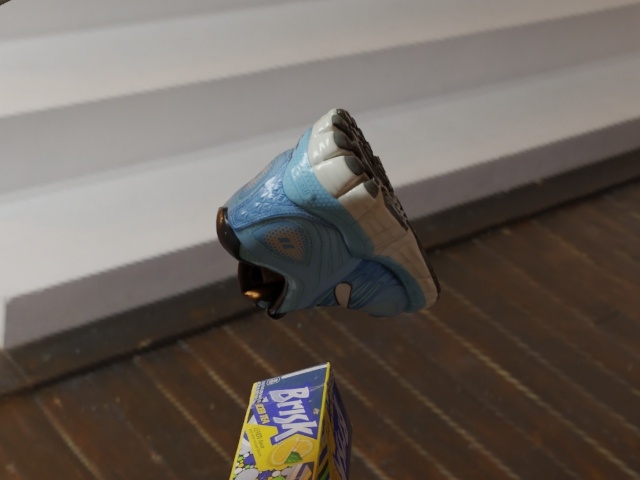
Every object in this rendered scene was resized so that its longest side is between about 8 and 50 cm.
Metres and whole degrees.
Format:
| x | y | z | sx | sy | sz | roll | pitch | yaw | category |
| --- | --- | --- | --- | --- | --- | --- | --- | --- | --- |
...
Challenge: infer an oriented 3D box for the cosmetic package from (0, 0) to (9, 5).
| x | y | z | sx | sy | sz | roll | pitch | yaw | category |
| --- | --- | --- | --- | --- | --- | --- | --- | --- | --- |
| -0.213 | -0.177 | 0.453 | 0.224 | 0.138 | 0.224 | -32 | 50 | -19 | cosmetic package |

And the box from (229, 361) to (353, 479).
| x | y | z | sx | sy | sz | roll | pitch | yaw | category |
| --- | --- | --- | --- | --- | --- | --- | --- | --- | --- |
| -0.017 | 0.142 | 0.725 | 0.059 | 0.054 | 0.169 | -16 | 19 | 10 | box |

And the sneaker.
| x | y | z | sx | sy | sz | roll | pitch | yaw | category |
| --- | --- | --- | --- | --- | --- | --- | --- | --- | --- |
| 0.000 | 0.000 | 0.473 | 0.073 | 0.162 | 0.063 | -27 | 68 | 6 | sneaker |
